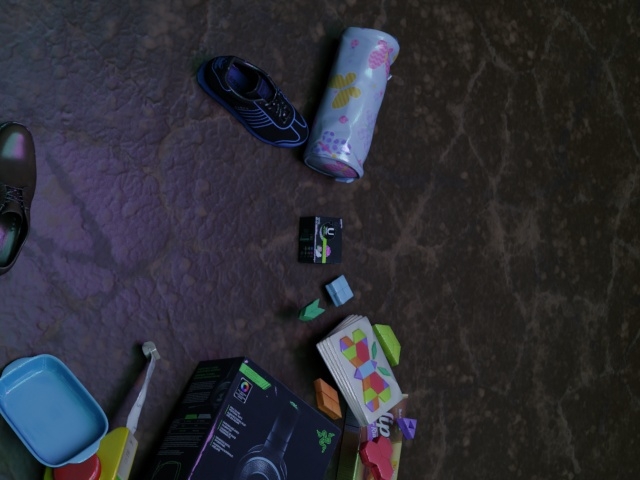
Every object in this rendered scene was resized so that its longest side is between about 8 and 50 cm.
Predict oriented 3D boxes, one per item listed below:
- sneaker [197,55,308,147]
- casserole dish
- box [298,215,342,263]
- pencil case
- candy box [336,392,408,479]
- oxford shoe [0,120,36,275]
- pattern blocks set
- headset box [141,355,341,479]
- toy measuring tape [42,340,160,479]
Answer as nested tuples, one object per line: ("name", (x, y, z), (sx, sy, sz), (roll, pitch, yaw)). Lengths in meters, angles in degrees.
("sneaker", (-0.097, -0.231, 1.589), (0.232, 0.090, 0.081), (31, 72, -32))
("casserole dish", (-0.389, 0.249, 1.357), (0.114, 0.037, 0.188), (-35, 68, -29))
("box", (0.000, 0.000, 1.685), (0.062, 0.052, 0.083), (3, 87, -36))
("pencil case", (0.057, -0.245, 1.691), (0.124, 0.113, 0.273), (47, 57, -65))
("candy box", (0.097, 0.370, 1.756), (0.109, 0.053, 0.187), (14, 83, -36))
("oxford shoe", (-0.437, -0.060, 1.338), (0.083, 0.096, 0.227), (8, 83, -34))
("pattern blocks set", (0.075, 0.231, 1.674), (0.325, 0.026, 0.285), (57, 35, -11))
("headset box", (-0.123, 0.356, 1.522), (0.246, 0.131, 0.283), (43, 54, -28))
("toy measuring tape", (-0.337, 0.299, 1.420), (0.121, 0.121, 0.330), (34, 52, -31))
